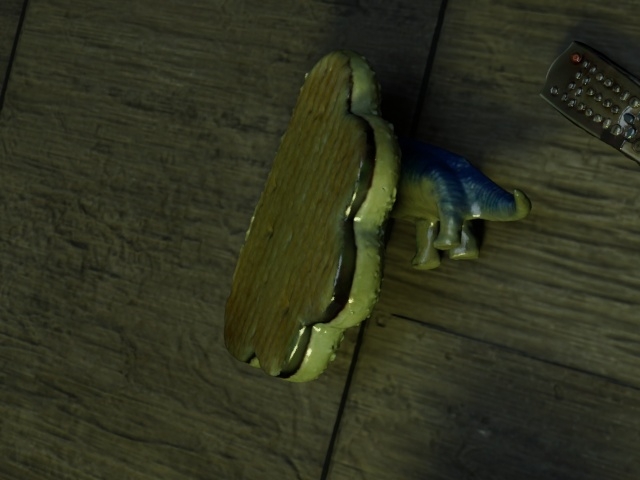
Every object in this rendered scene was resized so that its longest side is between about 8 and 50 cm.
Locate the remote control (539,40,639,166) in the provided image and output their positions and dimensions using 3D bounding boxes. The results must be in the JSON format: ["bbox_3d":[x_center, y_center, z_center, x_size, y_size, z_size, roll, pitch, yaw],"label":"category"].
[{"bbox_3d":[0.252,-0.078,1.202,0.212,0.028,0.059,42,110,33],"label":"remote control"}]

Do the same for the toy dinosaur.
[{"bbox_3d":[0.084,-0.075,1.281,0.248,0.075,0.188,-17,75,56],"label":"toy dinosaur"}]

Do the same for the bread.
[{"bbox_3d":[0.000,0.000,1.290,0.286,0.056,0.207,-68,28,25],"label":"bread"}]
